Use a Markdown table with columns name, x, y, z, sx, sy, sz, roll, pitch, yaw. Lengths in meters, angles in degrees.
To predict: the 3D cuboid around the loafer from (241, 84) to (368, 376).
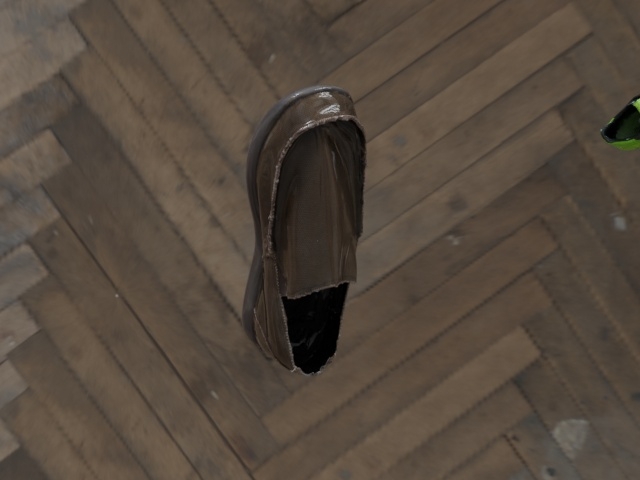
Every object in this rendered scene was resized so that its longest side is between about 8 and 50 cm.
| name | x | y | z | sx | sy | sz | roll | pitch | yaw |
| --- | --- | --- | --- | --- | --- | --- | --- | --- | --- |
| loafer | 0.000 | 0.000 | 1.505 | 0.134 | 0.130 | 0.366 | -15 | 131 | -24 |

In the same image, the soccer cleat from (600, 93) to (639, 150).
| name | x | y | z | sx | sy | sz | roll | pitch | yaw |
| --- | --- | --- | --- | --- | --- | --- | --- | --- | --- |
| soccer cleat | 0.412 | -0.167 | 1.628 | 0.179 | 0.072 | 0.060 | -44 | 65 | 33 |
